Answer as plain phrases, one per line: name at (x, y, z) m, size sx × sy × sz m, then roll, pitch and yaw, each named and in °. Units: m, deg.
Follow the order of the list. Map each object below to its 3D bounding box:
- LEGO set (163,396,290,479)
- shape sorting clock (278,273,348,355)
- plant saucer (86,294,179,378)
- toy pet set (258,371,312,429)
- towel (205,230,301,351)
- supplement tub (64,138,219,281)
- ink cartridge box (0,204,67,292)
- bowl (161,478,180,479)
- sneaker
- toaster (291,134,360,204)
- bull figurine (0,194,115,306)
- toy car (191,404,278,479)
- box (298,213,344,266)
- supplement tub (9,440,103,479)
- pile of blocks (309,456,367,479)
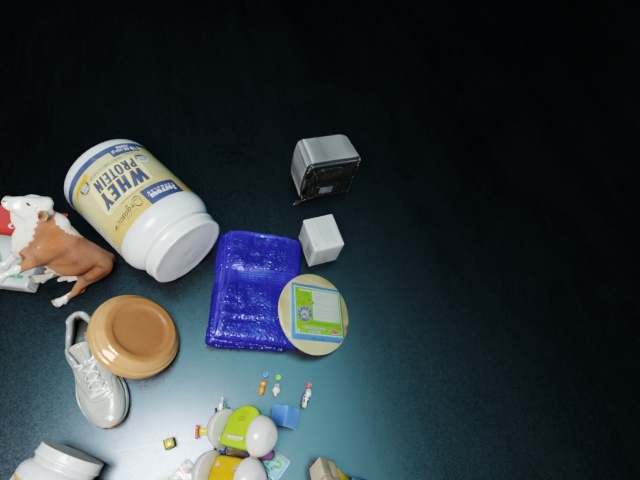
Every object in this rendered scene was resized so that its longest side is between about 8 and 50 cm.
LEGO set at (-0.209, 0.464, 0.858) m, size 0.244 × 0.060 × 0.182 m, roll 37°, pitch 58°, yaw 10°
shape sorting clock at (-0.016, 0.185, 1.025) m, size 0.207 × 0.040 × 0.206 m, roll 19°, pitch 54°, yaw -28°
plant saucer at (-0.405, 0.204, 0.903) m, size 0.200 × 0.037 × 0.199 m, roll 33°, pitch 34°, yaw -25°
toy pet set at (-0.083, 0.363, 0.929) m, size 0.122 × 0.065 × 0.114 m, roll 14°, pitch 61°, yaw -3°
towel at (-0.163, 0.120, 1.036) m, size 0.228 × 0.076 × 0.307 m, roll 5°, pitch 62°, yaw -8°
supplement tub at (-0.428, -0.072, 0.998) m, size 0.316 × 0.228 × 0.228 m, roll 41°, pitch 62°, yaw 11°
ink cartridge box at (-0.756, 0.007, 0.993) m, size 0.181 × 0.056 × 0.224 m, roll 8°, pitch 63°, yaw -7°
bowl at (-0.297, 0.553, 0.778) m, size 0.170 × 0.080 × 0.169 m, roll 5°, pitch 61°, yaw -9°
sneaker at (-0.492, 0.271, 0.865) m, size 0.100 × 0.121 × 0.262 m, roll -23°, pitch 69°, yaw -21°
toaster at (0.003, -0.207, 1.194) m, size 0.186 × 0.168 × 0.110 m, roll -13°, pitch 63°, yaw -19°
bull figurine at (-0.582, 0.029, 0.880) m, size 0.189 × 0.310 × 0.101 m, roll -38°, pitch 63°, yaw -9°
toy car at (-0.151, 0.430, 0.811) m, size 0.159 × 0.136 × 0.181 m, roll -9°, pitch 51°, yaw 32°
box at (0.000, 0.000, 1.117) m, size 0.087 × 0.101 × 0.101 m, roll -13°, pitch 66°, yaw -18°
supplement tub at (-0.508, 0.487, 0.733) m, size 0.145 × 0.144 × 0.199 m, roll 23°, pitch 60°, yaw 1°
pile of blocks at (0.104, 0.612, 0.829) m, size 0.362 × 0.149 × 0.112 m, roll 42°, pitch 105°, yaw 21°
